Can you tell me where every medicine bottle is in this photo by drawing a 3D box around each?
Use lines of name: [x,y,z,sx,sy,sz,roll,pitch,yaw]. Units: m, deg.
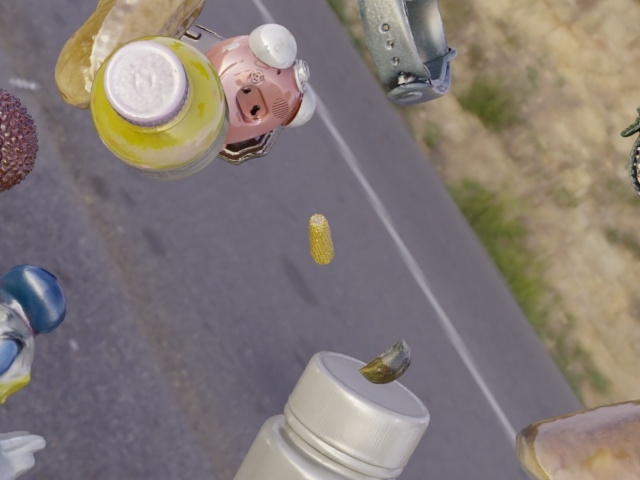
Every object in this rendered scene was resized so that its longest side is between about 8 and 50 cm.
medicine bottle: [-0.145,-0.122,1.183,0.121,0.122,0.212,57,-3,2]
medicine bottle: [-0.008,0.335,1.779,0.208,0.339,0.208,28,11,-6]

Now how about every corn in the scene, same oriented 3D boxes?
corn: [0.000,0.000,1.545,0.028,0.027,0.083,53,-17,35]

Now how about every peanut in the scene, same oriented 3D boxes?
peanut: [-0.198,-0.228,1.407,0.108,0.226,0.095,11,-27,48]

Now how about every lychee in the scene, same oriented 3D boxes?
lychee: [-0.381,-0.117,1.498,0.123,0.123,0.129,-107,172,-50]

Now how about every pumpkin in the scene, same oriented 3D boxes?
pumpkin: [0.063,0.114,1.219,0.028,0.050,0.083,53,2,4]

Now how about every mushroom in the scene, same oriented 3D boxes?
mushroom: [0.481,0.315,1.817,0.397,0.313,0.224,36,-7,-5]

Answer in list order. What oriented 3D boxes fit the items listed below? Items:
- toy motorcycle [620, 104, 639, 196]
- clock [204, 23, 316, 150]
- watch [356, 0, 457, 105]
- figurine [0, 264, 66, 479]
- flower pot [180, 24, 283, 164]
toy motorcycle: [0.381,-0.062,1.043,0.275,0.187,0.125,28,12,4]
clock: [-0.091,-0.199,1.769,0.166,0.162,0.092,68,5,-47]
watch: [0.092,-0.236,1.454,0.206,0.068,0.193,15,63,-70]
figurine: [-0.337,0.131,1.082,0.283,0.338,0.204,19,29,-53]
flower pot: [-0.165,-0.234,1.979,0.251,0.178,0.084,25,-15,16]
